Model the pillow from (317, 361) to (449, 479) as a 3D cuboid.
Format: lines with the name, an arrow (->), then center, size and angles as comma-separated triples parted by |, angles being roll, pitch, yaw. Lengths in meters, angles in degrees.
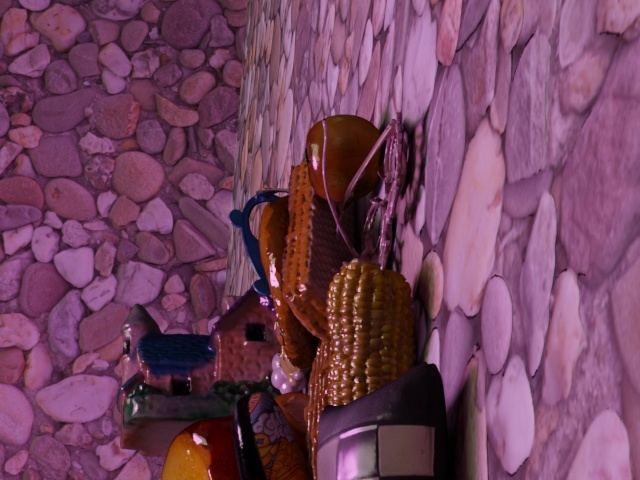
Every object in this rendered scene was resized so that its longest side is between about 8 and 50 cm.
pillow -> 0.059, 0.252, 1.065 | 0.186, 0.106, 0.250 | -33, 52, 53

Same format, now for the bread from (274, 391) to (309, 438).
bread -> -0.051, 0.288, 1.796 | 0.074, 0.092, 0.239 | -52, -4, -24

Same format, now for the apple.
apple -> 0.032, -0.107, 1.516 | 0.099, 0.102, 0.114 | 84, -179, -73

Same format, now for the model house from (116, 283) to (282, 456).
model house -> -0.198, 0.218, 2.048 | 0.245, 0.312, 0.280 | 107, 164, -61

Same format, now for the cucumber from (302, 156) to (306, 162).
cucumber -> -0.028, -0.054, 1.975 | 0.056, 0.056, 0.250 | -94, 14, -46

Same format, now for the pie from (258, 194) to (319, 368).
pie -> -0.030, 0.058, 1.642 | 0.273, 0.069, 0.273 | -7, -90, -74

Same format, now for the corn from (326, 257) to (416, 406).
corn -> 0.053, 0.165, 1.220 | 0.101, 0.101, 0.292 | 128, 144, -73

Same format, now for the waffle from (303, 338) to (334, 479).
waffle -> 0.023, 0.201, 1.495 | 0.249, 0.056, 0.253 | -96, 16, -51

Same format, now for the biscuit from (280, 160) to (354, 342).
biscuit -> 0.000, 0.000, 1.526 | 0.054, 0.094, 0.379 | -36, 22, 19

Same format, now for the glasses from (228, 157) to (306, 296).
glasses -> -0.027, -0.025, 1.856 | 0.207, 0.102, 0.239 | -40, 50, 26

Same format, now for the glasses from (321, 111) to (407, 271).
glasses -> 0.051, -0.045, 1.376 | 0.162, 0.095, 0.255 | -107, 22, -57

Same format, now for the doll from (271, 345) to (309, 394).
doll -> -0.041, 0.190, 1.867 | 0.162, 0.062, 0.106 | 109, 169, -58

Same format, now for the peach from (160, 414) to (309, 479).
peach -> -0.107, 0.354, 1.611 | 0.245, 0.248, 0.275 | -40, -39, -44

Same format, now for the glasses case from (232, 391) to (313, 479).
glasses case -> -0.036, 0.339, 1.410 | 0.122, 0.082, 0.321 | -93, -14, -84
